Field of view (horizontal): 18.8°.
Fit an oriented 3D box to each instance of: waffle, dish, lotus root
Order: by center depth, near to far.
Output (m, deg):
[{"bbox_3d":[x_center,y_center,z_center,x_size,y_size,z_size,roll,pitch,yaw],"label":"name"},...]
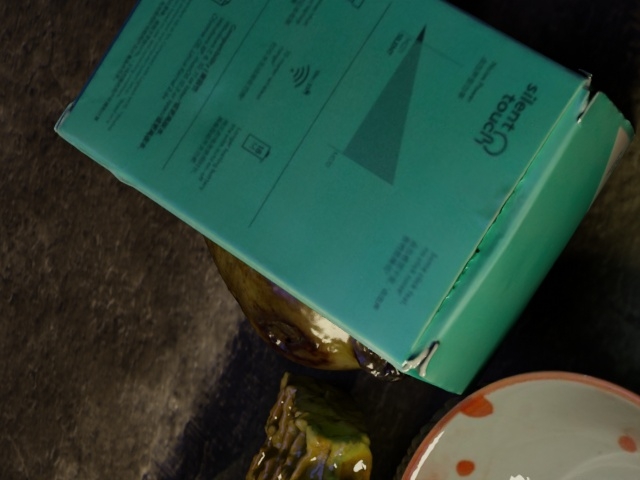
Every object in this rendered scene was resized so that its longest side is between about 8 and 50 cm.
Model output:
[{"bbox_3d":[0.163,0.205,1.136,0.260,0.085,0.260,0,89,39],"label":"dish"},{"bbox_3d":[-0.025,0.218,1.306,0.219,0.057,0.229,-138,67,-79],"label":"waffle"},{"bbox_3d":[0.000,0.000,1.327,0.145,0.128,0.260,-52,53,21],"label":"lotus root"}]

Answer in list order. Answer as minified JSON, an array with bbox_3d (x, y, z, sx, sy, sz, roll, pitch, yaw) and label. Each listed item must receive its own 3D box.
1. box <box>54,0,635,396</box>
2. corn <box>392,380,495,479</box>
[{"bbox_3d":[0.013,-0.066,1.202,0.311,0.118,0.205,33,94,28],"label":"box"},{"bbox_3d":[0.062,0.218,1.276,0.101,0.101,0.292,46,121,41],"label":"corn"}]
